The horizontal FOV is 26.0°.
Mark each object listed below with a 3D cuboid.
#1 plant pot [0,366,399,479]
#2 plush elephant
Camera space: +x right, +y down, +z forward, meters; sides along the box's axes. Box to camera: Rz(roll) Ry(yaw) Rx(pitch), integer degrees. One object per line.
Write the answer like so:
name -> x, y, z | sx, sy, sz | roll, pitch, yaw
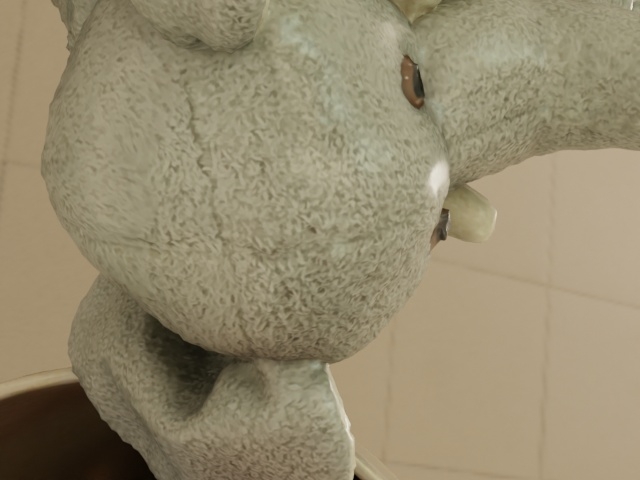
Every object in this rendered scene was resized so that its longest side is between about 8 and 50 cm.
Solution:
plant pot -> -0.043, 0.171, 0.588 | 0.274, 0.256, 0.256 | 5, 76, -80
plush elephant -> 0.002, -0.070, 0.434 | 0.330, 0.255, 0.272 | -16, 134, -10
